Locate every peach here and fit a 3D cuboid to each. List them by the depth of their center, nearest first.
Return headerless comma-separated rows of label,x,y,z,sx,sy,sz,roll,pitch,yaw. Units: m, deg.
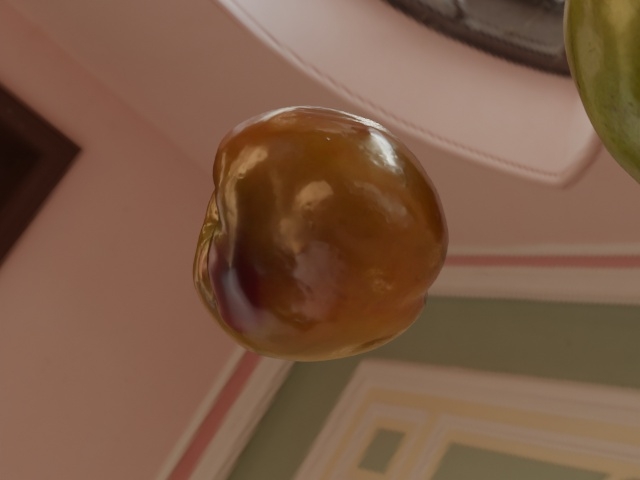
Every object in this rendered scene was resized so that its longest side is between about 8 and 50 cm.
peach,0.000,0.000,0.644,0.138,0.138,0.138,-36,-151,24

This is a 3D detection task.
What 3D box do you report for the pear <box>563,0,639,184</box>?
pear,0.259,-0.121,0.742,0.212,0.269,0.212,-30,175,-3
